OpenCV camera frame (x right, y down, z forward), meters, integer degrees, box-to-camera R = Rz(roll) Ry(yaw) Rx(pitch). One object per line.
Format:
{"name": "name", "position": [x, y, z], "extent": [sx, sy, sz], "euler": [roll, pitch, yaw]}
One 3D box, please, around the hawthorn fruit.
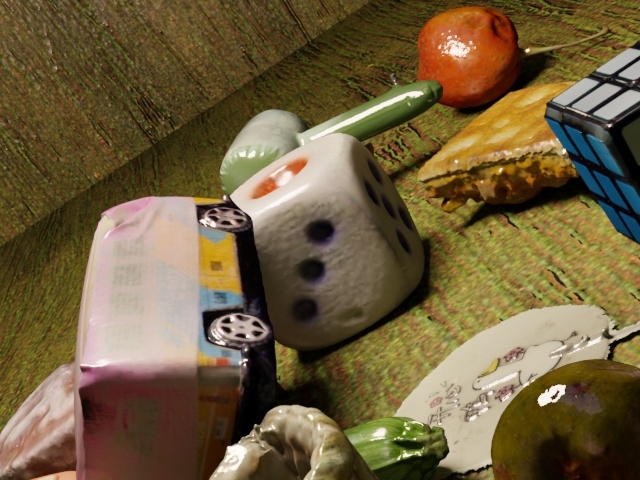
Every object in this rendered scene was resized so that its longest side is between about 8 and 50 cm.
{"name": "hawthorn fruit", "position": [0.285, -0.277, 1.774], "extent": [0.285, 0.165, 0.165], "euler": [3, 34, 25]}

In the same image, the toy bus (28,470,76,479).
{"name": "toy bus", "position": [-0.248, 0.320, 1.023], "extent": [0.232, 0.194, 0.288], "euler": [-23, 16, -5]}

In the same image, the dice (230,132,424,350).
{"name": "dice", "position": [0.000, 0.000, 1.387], "extent": [0.193, 0.192, 0.194], "euler": [-28, 19, 15]}

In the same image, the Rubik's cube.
{"name": "Rubik's cube", "position": [0.328, -0.091, 1.078], "extent": [0.163, 0.162, 0.160], "euler": [-33, 18, -1]}

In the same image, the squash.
{"name": "squash", "position": [0.020, 0.199, 1.013], "extent": [0.219, 0.068, 0.077], "euler": [-25, -25, 37]}

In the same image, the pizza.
{"name": "pizza", "position": [0.283, -0.129, 1.398], "extent": [0.268, 0.087, 0.258], "euler": [-12, 24, 49]}

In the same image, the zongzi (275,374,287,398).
{"name": "zongzi", "position": [-0.067, 0.163, 1.326], "extent": [0.067, 0.073, 0.083], "euler": [-45, -20, -30]}

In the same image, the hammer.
{"name": "hammer", "position": [0.020, -0.158, 1.691], "extent": [0.335, 0.119, 0.206], "euler": [-24, 19, 16]}

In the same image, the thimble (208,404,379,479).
{"name": "thimble", "position": [-0.008, 0.220, 0.885], "extent": [0.137, 0.143, 0.190], "euler": [-32, 17, 9]}

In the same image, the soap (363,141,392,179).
{"name": "soap", "position": [0.023, -0.047, 1.670], "extent": [0.135, 0.076, 0.233], "euler": [-29, 17, 18]}

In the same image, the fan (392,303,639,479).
{"name": "fan", "position": [0.226, 0.091, 1.022], "extent": [0.414, 0.012, 0.233], "euler": [-28, 19, 23]}

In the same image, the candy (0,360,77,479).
{"name": "candy", "position": [-0.236, 0.199, 1.347], "extent": [0.289, 0.157, 0.214], "euler": [-40, 11, -1]}

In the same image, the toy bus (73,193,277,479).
{"name": "toy bus", "position": [-0.148, 0.082, 1.123], "extent": [0.162, 0.171, 0.386], "euler": [8, 25, -12]}

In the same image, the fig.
{"name": "fig", "position": [0.204, 0.145, 0.800], "extent": [0.133, 0.184, 0.127], "euler": [-54, 48, 25]}
